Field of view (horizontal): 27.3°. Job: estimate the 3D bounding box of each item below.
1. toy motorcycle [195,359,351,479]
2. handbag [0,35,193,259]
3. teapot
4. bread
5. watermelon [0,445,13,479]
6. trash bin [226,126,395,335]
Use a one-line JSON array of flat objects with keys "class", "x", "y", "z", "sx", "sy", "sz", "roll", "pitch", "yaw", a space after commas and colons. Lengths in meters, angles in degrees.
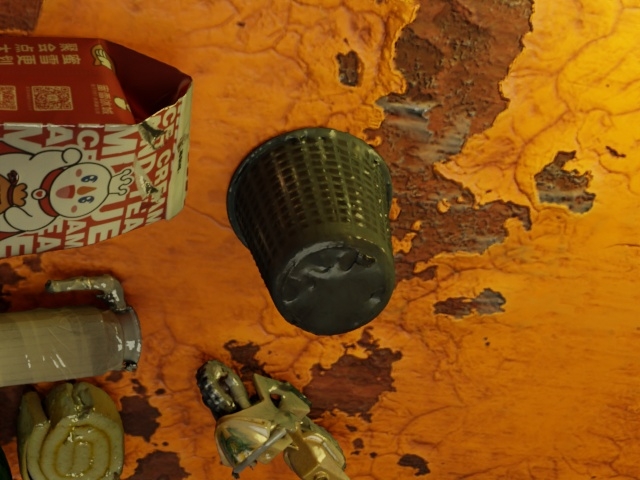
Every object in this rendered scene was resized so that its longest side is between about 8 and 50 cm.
[{"class": "toy motorcycle", "x": -0.051, "y": 0.224, "z": 1.469, "sx": 0.094, "sy": 0.130, "sz": 0.229, "roll": -43, "pitch": 123, "yaw": 16}, {"class": "handbag", "x": -0.263, "y": -0.084, "z": 1.197, "sx": 0.298, "sy": 0.151, "sz": 0.171, "roll": -1, "pitch": 131, "yaw": -19}, {"class": "teapot", "x": -0.286, "y": 0.092, "z": 1.345, "sx": 0.200, "sy": 0.077, "sz": 0.107, "roll": -4, "pitch": 96, "yaw": -26}, {"class": "bread", "x": -0.278, "y": 0.221, "z": 1.466, "sx": 0.117, "sy": 0.064, "sz": 0.156, "roll": -1, "pitch": 126, "yaw": -16}, {"class": "watermelon", "x": -0.440, "y": 0.283, "z": 1.373, "sx": 0.242, "sy": 0.242, "sz": 0.242, "roll": -5, "pitch": 127, "yaw": -7}, {"class": "trash bin", "x": 0.000, "y": 0.000, "z": 1.294, "sx": 0.175, "sy": 0.161, "sz": 0.175, "roll": -5, "pitch": 125, "yaw": -7}]
